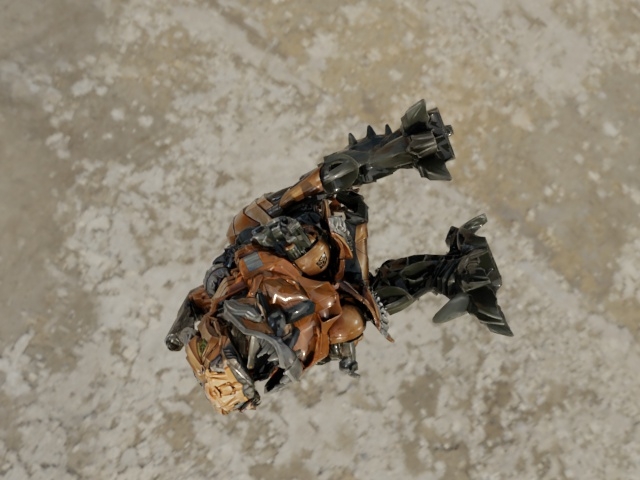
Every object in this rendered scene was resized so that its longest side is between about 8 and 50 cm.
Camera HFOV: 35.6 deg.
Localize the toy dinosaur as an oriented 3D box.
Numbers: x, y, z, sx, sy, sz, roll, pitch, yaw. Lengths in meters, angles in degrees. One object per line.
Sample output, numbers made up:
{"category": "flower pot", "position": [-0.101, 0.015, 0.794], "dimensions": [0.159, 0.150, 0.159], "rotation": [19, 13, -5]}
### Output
{"category": "toy dinosaur", "position": [0.000, 0.000, 0.700], "dimensions": [0.322, 0.218, 0.164], "rotation": [-90, 156, -48]}
